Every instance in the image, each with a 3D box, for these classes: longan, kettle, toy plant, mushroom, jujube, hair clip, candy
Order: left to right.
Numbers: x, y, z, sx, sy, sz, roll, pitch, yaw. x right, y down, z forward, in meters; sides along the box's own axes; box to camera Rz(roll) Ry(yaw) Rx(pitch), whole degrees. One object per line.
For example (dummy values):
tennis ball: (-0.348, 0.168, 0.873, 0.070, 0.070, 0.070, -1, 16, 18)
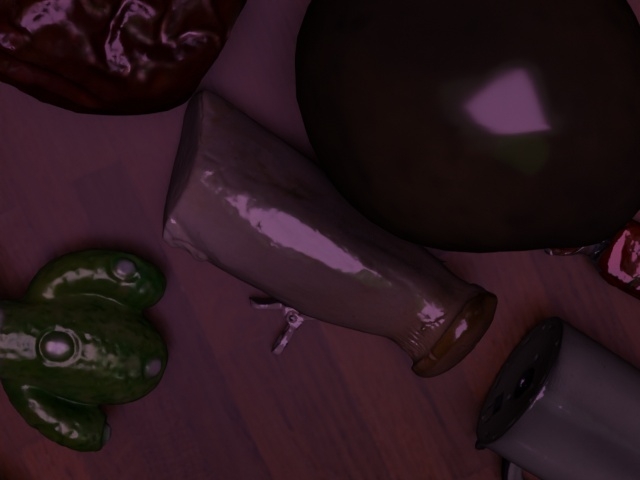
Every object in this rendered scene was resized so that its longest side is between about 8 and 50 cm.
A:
toy plant: (-0.321, 0.116, 1.685, 0.316, 0.184, 0.224, 3, 89, -13)
jujube: (-0.268, -0.283, 1.584, 0.377, 0.276, 0.276, 24, 97, -18)
mushroom: (-0.006, 0.004, 1.664, 0.407, 0.154, 0.137, 34, 138, 2)
hair clip: (0.037, 0.072, 1.754, 0.226, 0.034, 0.072, -14, 100, -1)
longan: (0.158, -0.147, 1.543, 0.404, 0.404, 0.336, 42, 87, -8)
kettle: (0.308, 0.233, 1.743, 0.255, 0.165, 0.240, 31, 126, -11)
candy: (0.385, 0.038, 1.753, 0.292, 0.059, 0.086, 27, 93, -7)
